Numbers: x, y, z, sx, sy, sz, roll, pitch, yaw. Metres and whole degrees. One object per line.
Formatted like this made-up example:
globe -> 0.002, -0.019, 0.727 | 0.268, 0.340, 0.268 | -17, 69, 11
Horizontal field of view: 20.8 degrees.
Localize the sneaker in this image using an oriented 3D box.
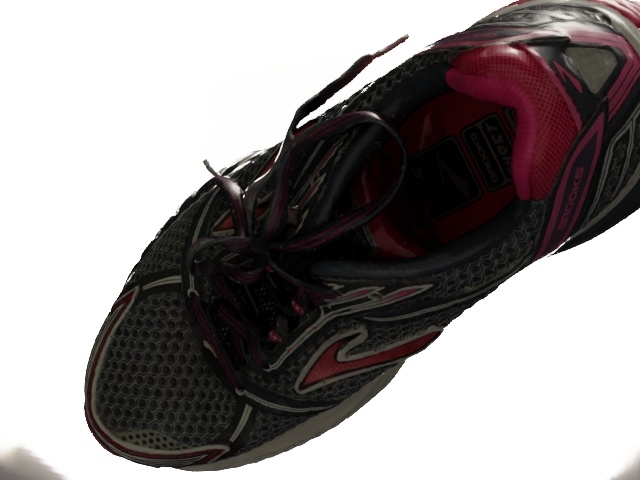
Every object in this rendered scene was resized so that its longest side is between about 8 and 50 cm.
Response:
sneaker -> 0.000, 0.000, 0.674 | 0.121, 0.299, 0.112 | 56, -147, 8
